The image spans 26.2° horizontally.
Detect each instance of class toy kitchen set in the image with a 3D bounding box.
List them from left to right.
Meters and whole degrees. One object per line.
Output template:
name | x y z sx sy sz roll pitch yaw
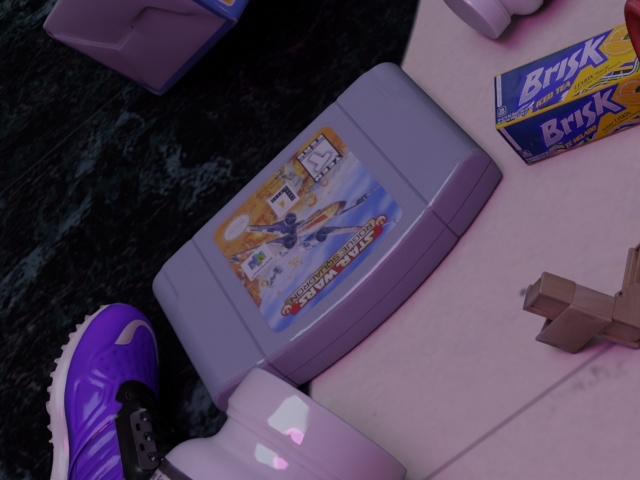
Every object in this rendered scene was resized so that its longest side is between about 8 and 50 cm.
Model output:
toy kitchen set | 0.184 0.031 0.946 0.068 0.083 0.075 118 170 -63

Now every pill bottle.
pill bottle | -0.070 0.236 0.933 0.162 0.162 0.278 24 76 48
pill bottle | 0.173 -0.247 1.155 0.152 0.086 0.086 -50 41 -1

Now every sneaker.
sneaker | -0.143 0.183 1.094 0.146 0.102 0.293 -12 57 30

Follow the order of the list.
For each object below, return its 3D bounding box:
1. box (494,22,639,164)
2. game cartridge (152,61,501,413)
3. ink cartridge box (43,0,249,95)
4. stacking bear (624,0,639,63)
box | 0.217 -0.119 1.041 0.169 0.054 0.059 -21 47 29
game cartridge | 0.000 0.000 1.140 0.297 0.062 0.198 -44 37 5
ink cartridge box | -0.102 -0.372 1.373 0.270 0.151 0.395 -22 42 66
stacking bear | 0.359 -0.156 0.876 0.289 0.175 0.164 -29 57 6
